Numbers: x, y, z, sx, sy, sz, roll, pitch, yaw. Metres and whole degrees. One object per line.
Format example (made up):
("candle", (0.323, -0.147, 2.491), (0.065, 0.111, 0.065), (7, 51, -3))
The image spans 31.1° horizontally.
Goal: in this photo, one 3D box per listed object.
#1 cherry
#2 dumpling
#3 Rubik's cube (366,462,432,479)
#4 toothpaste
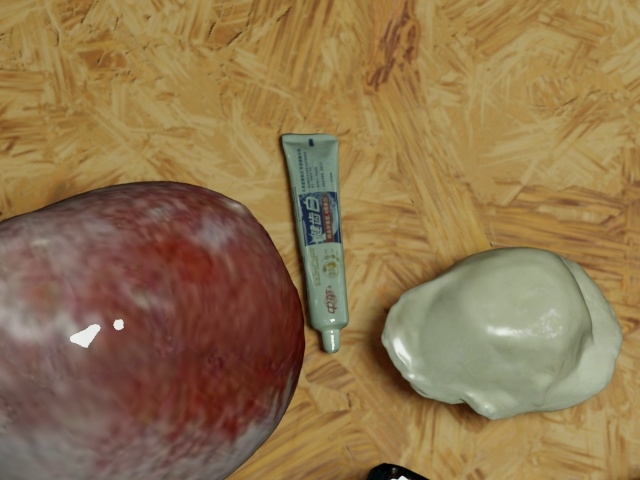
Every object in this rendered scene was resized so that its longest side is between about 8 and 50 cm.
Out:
("cherry", (-0.190, 0.097, 0.981), (0.335, 0.326, 0.291), (-18, 77, -45))
("dumpling", (0.180, 0.090, 1.113), (0.250, 0.132, 0.162), (-9, 70, -19))
("Rubik's cube", (0.099, 0.317, 1.046), (0.180, 0.167, 0.183), (27, 81, 3))
("toothpaste", (0.000, 0.000, 1.172), (0.060, 0.038, 0.234), (-5, 76, -6))
